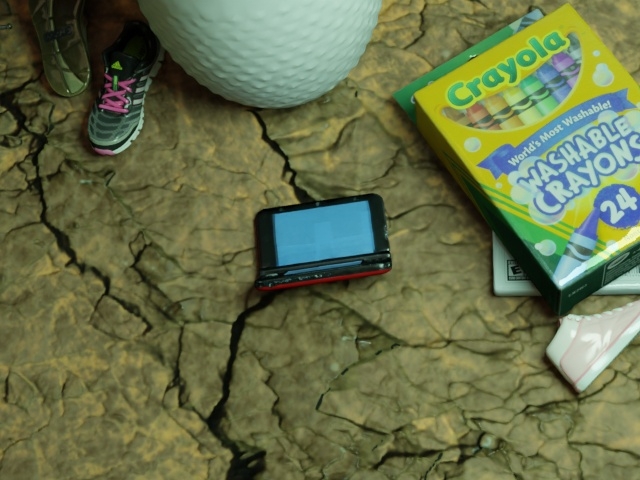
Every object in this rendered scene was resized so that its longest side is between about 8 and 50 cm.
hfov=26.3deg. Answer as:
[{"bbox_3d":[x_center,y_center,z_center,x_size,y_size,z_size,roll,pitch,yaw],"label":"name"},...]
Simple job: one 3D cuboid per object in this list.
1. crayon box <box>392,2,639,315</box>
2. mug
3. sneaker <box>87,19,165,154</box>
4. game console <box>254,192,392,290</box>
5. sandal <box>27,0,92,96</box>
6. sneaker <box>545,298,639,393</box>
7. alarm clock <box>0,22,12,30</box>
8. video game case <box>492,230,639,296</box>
[{"bbox_3d":[0.241,-0.108,1.444,0.203,0.083,0.323,-31,65,-7],"label":"crayon box"},{"bbox_3d":[-0.040,-0.333,1.470,0.276,0.328,0.374,25,71,16],"label":"mug"},{"bbox_3d":[-0.228,-0.181,1.564,0.063,0.075,0.170,14,69,13],"label":"sneaker"},{"bbox_3d":[0.000,0.000,1.453,0.144,0.124,0.085,-9,92,4],"label":"game console"},{"bbox_3d":[-0.303,-0.253,1.625,0.072,0.049,0.180,-11,80,8],"label":"sandal"},{"bbox_3d":[0.285,0.086,1.393,0.134,0.051,0.070,-44,73,-8],"label":"sneaker"},{"bbox_3d":[-0.467,-0.224,1.619,0.192,0.064,0.129,-38,67,-13],"label":"alarm clock"},{"bbox_3d":[0.290,-0.033,1.463,0.213,0.023,0.193,-1,66,7],"label":"video game case"}]
